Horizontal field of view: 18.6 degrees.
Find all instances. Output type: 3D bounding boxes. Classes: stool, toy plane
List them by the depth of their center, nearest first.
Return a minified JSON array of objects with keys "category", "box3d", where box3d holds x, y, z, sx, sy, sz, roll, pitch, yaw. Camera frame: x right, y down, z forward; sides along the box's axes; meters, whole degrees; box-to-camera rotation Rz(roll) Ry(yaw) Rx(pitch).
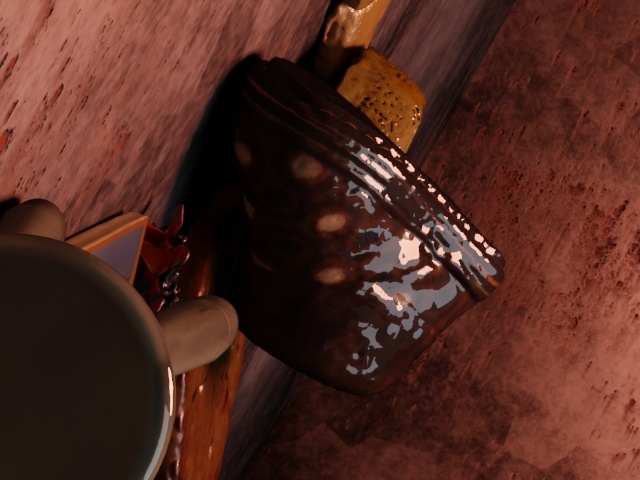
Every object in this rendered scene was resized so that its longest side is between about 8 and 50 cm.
[{"category":"stool","box3d":[-0.173,0.091,1.259,0.195,0.195,0.198,-61,174,5]},{"category":"toy plane","box3d":[-0.166,0.059,1.733,0.189,0.061,0.130,-61,-156,28]}]

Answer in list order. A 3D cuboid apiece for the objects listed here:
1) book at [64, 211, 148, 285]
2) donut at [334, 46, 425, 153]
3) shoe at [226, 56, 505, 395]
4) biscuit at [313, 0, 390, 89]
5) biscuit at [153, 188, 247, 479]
[{"category":"book","box3d":[-0.227,0.174,1.567,0.262,0.028,0.374,-32,138,-72]},{"category":"donut","box3d":[0.031,-0.078,2.113,0.272,0.107,0.272,-60,178,-4]},{"category":"shoe","box3d":[0.000,0.000,1.892,0.237,0.171,0.384,-46,135,3]},{"category":"biscuit","box3d":[0.050,-0.263,2.060,0.154,0.045,0.299,-56,173,-32]},{"category":"biscuit","box3d":[-0.121,0.122,1.968,0.359,0.046,0.359,7,90,-84]}]
